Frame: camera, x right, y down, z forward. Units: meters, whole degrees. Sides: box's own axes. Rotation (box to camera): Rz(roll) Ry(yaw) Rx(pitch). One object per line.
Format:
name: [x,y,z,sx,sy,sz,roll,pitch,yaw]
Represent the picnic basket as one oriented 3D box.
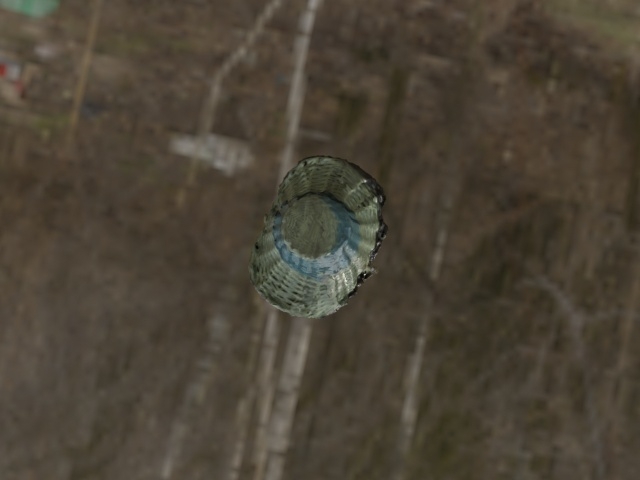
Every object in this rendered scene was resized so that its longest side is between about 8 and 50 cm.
picnic basket: [0.000,0.000,0.988,0.065,0.083,0.083,22,172,2]
